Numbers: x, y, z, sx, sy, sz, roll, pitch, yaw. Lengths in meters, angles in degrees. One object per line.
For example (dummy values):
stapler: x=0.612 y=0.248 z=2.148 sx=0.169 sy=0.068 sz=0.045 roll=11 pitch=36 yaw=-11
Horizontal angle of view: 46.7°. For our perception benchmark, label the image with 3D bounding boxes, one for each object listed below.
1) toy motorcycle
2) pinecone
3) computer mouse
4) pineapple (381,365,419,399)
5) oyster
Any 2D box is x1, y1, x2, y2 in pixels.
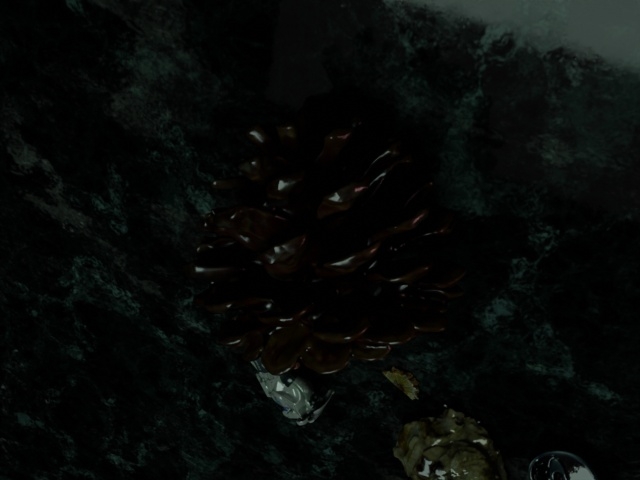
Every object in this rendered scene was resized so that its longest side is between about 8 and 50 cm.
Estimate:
toy motorcycle: x=-0.058 y=0.272 z=1.438 sx=0.150 sy=0.102 sz=0.221 roll=-3 pitch=123 yaw=39
pinecone: x=0.000 y=0.000 z=1.042 sx=0.397 sy=0.398 sz=0.398 roll=11 pitch=127 yaw=16
computer mouse: x=0.467 y=0.472 z=1.352 sx=0.137 sy=0.096 sz=0.233 roll=-22 pitch=113 yaw=34
pineapple: x=0.158 y=0.264 z=1.388 sx=0.083 sy=0.019 sz=0.045 roll=43 pitch=131 yaw=-6
oyster: x=0.282 y=0.476 z=1.415 sx=0.337 sy=0.133 sz=0.197 roll=48 pitch=135 yaw=-8
